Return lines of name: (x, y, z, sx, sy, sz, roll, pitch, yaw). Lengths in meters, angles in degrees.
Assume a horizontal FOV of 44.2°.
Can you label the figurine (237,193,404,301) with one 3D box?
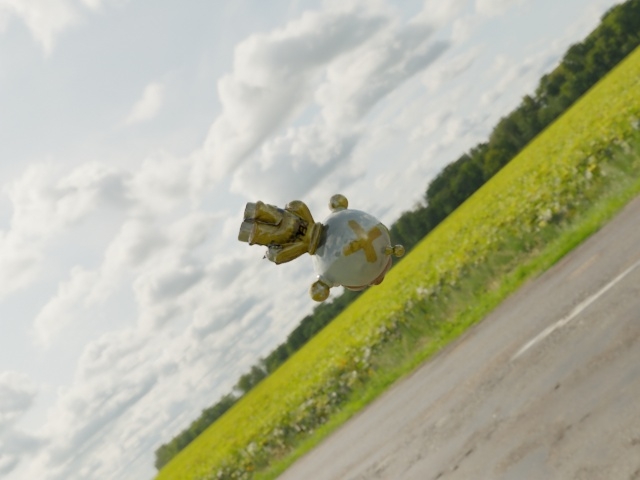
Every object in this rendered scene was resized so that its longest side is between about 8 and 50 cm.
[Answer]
figurine: (0.000, -0.005, 0.727, 0.101, 0.143, 0.068, -52, -4, -21)
